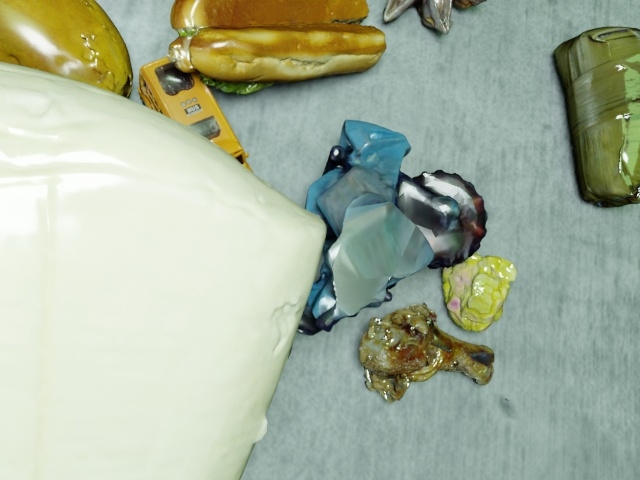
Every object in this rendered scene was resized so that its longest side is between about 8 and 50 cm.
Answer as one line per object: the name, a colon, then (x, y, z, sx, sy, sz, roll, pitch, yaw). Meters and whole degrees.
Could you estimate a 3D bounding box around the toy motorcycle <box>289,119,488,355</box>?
toy motorcycle: (0.000, 0.000, 0.638, 0.416, 0.172, 0.232, -31, 82, -9)

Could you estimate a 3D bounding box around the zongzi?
zongzi: (0.538, -0.199, 0.818, 0.300, 0.138, 0.286, -4, 83, -17)

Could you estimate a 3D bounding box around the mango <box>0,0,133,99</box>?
mango: (-0.340, -0.239, 0.604, 0.249, 0.151, 0.156, 41, 108, -13)

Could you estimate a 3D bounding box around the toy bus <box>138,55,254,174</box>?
toy bus: (-0.154, -0.133, 0.649, 0.083, 0.088, 0.194, -29, 87, -19)

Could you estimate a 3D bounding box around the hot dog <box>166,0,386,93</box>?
hot dog: (-0.052, -0.264, 0.665, 0.337, 0.100, 0.135, -23, 84, -39)

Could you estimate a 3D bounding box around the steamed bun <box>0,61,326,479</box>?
steamed bun: (-0.253, 0.051, 0.410, 0.456, 0.290, 0.371, 14, 97, -31)

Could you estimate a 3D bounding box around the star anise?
star anise: (0.165, -0.404, 0.791, 0.212, 0.073, 0.196, -17, 81, -14)

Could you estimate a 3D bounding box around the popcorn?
popcorn: (0.216, 0.072, 0.703, 0.089, 0.097, 0.109, 11, 91, -9)

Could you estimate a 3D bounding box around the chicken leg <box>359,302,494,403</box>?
chicken leg: (0.140, 0.145, 0.685, 0.196, 0.080, 0.125, -5, 91, -23)
